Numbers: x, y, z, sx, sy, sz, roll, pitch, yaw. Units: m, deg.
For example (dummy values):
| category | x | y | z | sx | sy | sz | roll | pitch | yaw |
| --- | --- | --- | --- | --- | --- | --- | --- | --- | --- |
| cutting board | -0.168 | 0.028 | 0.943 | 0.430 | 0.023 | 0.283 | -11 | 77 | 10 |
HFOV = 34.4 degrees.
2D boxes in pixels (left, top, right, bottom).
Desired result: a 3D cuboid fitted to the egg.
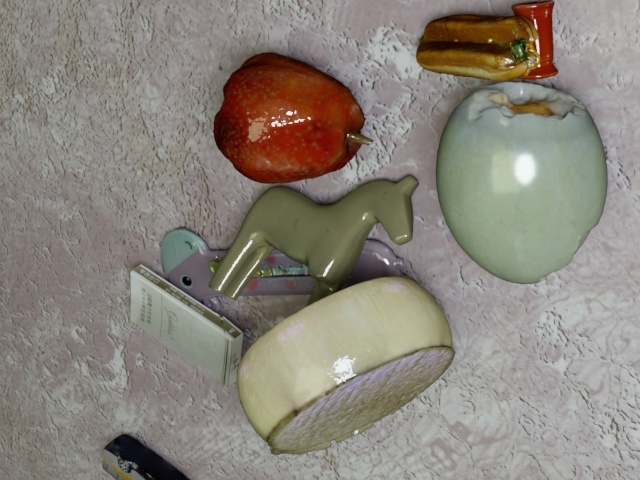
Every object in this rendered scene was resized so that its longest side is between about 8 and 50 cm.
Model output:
| category | x | y | z | sx | sy | sz | roll | pitch | yaw |
| --- | --- | --- | --- | --- | --- | --- | --- | --- | --- |
| egg | 0.215 | -0.055 | 1.117 | 0.183 | 0.183 | 0.217 | 16 | 120 | 26 |

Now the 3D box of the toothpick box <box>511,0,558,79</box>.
| category | x | y | z | sx | sy | sz | roll | pitch | yaw |
| --- | --- | --- | --- | --- | --- | --- | --- | --- | --- |
| toothpick box | 0.234 | -0.218 | 1.127 | 0.047 | 0.047 | 0.083 | 3 | 109 | 31 |

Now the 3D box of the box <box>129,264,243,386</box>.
| category | x | y | z | sx | sy | sz | roll | pitch | yaw |
| --- | --- | --- | --- | --- | --- | --- | --- | --- | --- |
| box | -0.199 | 0.125 | 1.514 | 0.198 | 0.029 | 0.109 | 31 | 137 | 20 |

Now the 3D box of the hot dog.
| category | x | y | z | sx | sy | sz | roll | pitch | yaw |
| --- | --- | --- | --- | --- | --- | --- | --- | --- | --- |
| hot dog | 0.174 | -0.210 | 1.131 | 0.188 | 0.055 | 0.072 | 22 | 86 | 55 |

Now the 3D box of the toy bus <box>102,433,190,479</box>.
| category | x | y | z | sx | sy | sz | roll | pitch | yaw |
| --- | --- | --- | --- | --- | --- | --- | --- | --- | --- |
| toy bus | -0.272 | 0.382 | 1.653 | 0.172 | 0.057 | 0.072 | 33 | 127 | 19 |

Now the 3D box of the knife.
| category | x | y | z | sx | sy | sz | roll | pitch | yaw |
| --- | --- | --- | --- | --- | --- | --- | --- | --- | --- |
| knife | -0.063 | 0.042 | 1.410 | 0.398 | 0.038 | 0.132 | -3 | 109 | 32 |

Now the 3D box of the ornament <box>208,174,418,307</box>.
| category | x | y | z | sx | sy | sz | roll | pitch | yaw |
| --- | --- | --- | --- | --- | --- | --- | --- | --- | --- |
| ornament | 0.000 | 0.000 | 1.310 | 0.230 | 0.061 | 0.245 | 27 | 86 | 36 |

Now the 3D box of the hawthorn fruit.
| category | x | y | z | sx | sy | sz | roll | pitch | yaw |
| --- | --- | --- | --- | --- | --- | --- | --- | --- | --- |
| hawthorn fruit | -0.041 | -0.141 | 1.259 | 0.179 | 0.173 | 0.173 | 16 | 122 | -17 |

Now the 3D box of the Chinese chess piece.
| category | x | y | z | sx | sy | sz | roll | pitch | yaw |
| --- | --- | --- | --- | --- | --- | --- | --- | --- | --- |
| Chinese chess piece | 0.032 | 0.153 | 1.251 | 0.270 | 0.270 | 0.112 | -44 | 64 | 35 |
